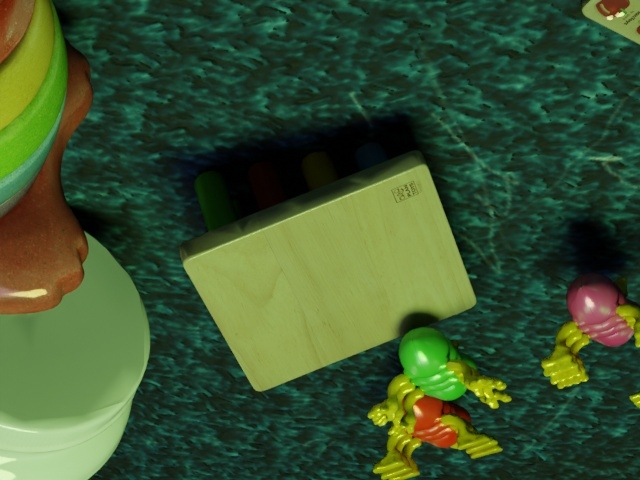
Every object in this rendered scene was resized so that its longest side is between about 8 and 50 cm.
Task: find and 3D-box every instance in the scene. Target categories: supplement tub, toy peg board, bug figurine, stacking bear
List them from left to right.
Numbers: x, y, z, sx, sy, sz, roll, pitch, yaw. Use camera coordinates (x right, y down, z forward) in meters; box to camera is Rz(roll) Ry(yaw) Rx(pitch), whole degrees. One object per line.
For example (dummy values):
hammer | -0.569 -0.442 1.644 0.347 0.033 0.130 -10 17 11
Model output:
stacking bear | -0.194 -0.102 0.904 0.164 0.175 0.289 1 153 -7
supplement tub | -0.239 0.118 1.243 0.191 0.191 0.272 15 140 -21
toy peg board | 0.000 0.000 1.204 0.160 0.079 0.161 -22 142 2
bug figurine | 0.153 0.087 1.286 0.279 0.072 0.216 -17 157 13

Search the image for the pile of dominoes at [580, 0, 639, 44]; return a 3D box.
pile of dominoes | 0.256 -0.170 0.997 0.196 0.040 0.251 4 142 -8
